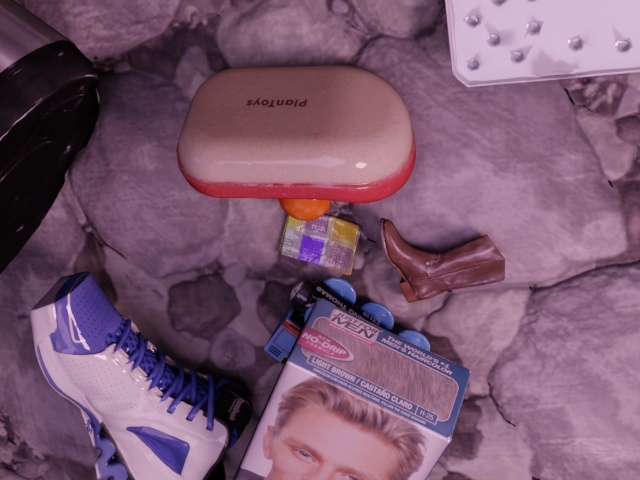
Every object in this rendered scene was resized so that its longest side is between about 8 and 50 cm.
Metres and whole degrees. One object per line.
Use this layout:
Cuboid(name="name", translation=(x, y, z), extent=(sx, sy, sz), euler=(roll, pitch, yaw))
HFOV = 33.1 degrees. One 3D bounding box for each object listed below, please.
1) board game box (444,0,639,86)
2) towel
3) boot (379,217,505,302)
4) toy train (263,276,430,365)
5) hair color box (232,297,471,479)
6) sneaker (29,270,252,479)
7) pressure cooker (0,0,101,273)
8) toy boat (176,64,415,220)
Cuboid(name="board game box", translation=(0.293, -0.345, 0.932), extent=(0.390, 0.050, 0.390), euler=(-3, 108, 15))
Cuboid(name="towel", translation=(0.000, 0.000, 1.150), extent=(0.083, 0.009, 0.060), euler=(18, 113, 7))
Cuboid(name="boot", translation=(0.128, 0.008, 1.106), extent=(0.114, 0.037, 0.106), euler=(-16, 118, 22))
Cuboid(name="toy train", translation=(0.035, 0.119, 1.151), extent=(0.184, 0.080, 0.105), euler=(35, 123, -3))
Cuboid(name="hair color box", translation=(0.007, 0.240, 1.134), extent=(0.174, 0.105, 0.347), euler=(25, 130, 3))
Cuboid(name="sneaker", translation=(-0.179, 0.168, 1.203), extent=(0.182, 0.127, 0.315), euler=(-13, 113, 14))
Cuboid(name="pressure cooker", translation=(-0.475, -0.133, 1.025), extent=(0.420, 0.370, 0.375), euler=(36, 124, 0))
Cuboid(name="toy boat", translation=(-0.019, -0.080, 1.074), extent=(0.231, 0.151, 0.151), euler=(2, 140, 14))
